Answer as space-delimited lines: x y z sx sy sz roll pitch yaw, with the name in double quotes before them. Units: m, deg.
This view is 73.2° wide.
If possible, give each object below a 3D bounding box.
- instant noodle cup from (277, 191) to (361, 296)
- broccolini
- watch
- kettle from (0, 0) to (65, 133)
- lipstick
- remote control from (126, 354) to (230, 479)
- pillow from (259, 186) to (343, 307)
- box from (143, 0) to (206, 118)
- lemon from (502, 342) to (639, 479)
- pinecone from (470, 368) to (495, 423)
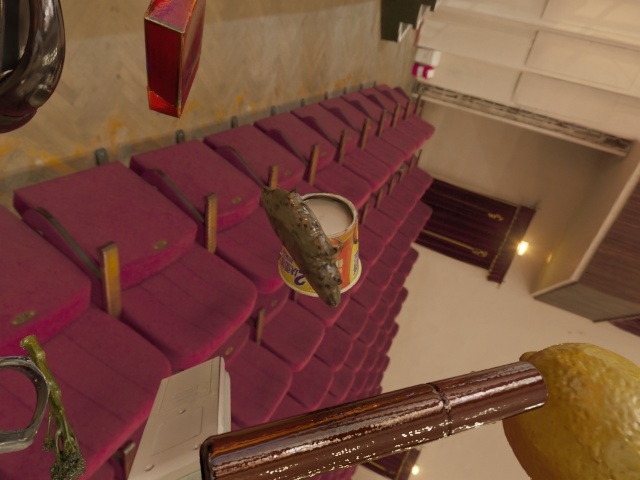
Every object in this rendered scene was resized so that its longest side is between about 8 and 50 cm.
"instant noodle cup" 0.000 0.000 1.023 0.213 0.213 0.174 -53 155 -43
"broccolini" -0.667 0.402 1.045 0.073 0.392 0.079 -11 141 -47
"watch" -0.667 0.331 0.872 0.068 0.193 0.206 -32 152 21
"kettle" -0.458 -0.300 0.590 0.207 0.268 0.291 -7 90 -65
"lipstick" 0.068 0.176 0.418 0.057 0.356 0.058 176 -90 -69
"remote control" -0.175 0.244 0.581 0.277 0.102 0.056 -155 -135 -76
"pillow" -0.026 -0.007 0.701 0.051 0.241 0.093 -15 155 -43
"box" -0.344 -0.465 1.024 0.313 0.089 0.198 135 -32 -64
"lemon" 0.419 0.294 0.670 0.267 0.267 0.267 -57 161 -33
"pinecone" 0.333 0.322 0.874 0.102 0.102 0.110 -37 145 -61
